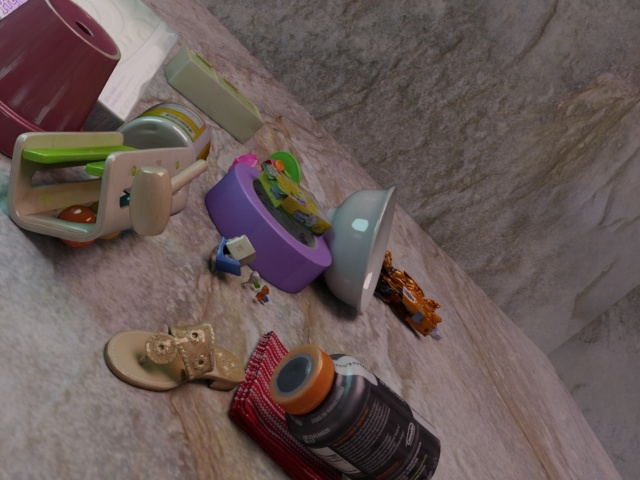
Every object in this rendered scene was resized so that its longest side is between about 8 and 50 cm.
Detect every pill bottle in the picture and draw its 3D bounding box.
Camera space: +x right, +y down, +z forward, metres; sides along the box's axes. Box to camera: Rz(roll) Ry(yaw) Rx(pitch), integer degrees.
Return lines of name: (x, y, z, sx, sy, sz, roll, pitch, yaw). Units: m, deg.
pill bottle: (-0.262, -0.162, 1.282, 0.136, 0.136, 0.246, 45, 14, -13)
pill bottle: (0.042, 0.237, 0.992, 0.245, 0.130, 0.130, 44, 13, -30)

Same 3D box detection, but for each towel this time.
towel: (-0.032, 0.248, 1.078, 0.199, 0.031, 0.275, 47, 13, -8)

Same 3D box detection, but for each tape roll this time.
tape roll: (-0.101, -0.026, 1.506, 0.275, 0.090, 0.275, 44, 13, -13)

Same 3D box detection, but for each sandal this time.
sandal: (-0.155, 0.130, 0.920, 0.088, 0.079, 0.240, 55, 15, 29)

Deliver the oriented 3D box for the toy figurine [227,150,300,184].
toy figurine: (-0.139, -0.131, 1.706, 0.159, 0.130, 0.173, 5, 67, -51)

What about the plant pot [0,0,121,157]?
plant pot: (-0.379, -0.231, 1.018, 0.201, 0.180, 0.201, 44, 14, -14)

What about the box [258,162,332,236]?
box: (-0.057, -0.084, 1.525, 0.179, 0.043, 0.105, 36, 18, -48)

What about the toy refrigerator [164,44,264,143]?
toy refrigerator: (-0.271, -0.380, 1.955, 0.269, 0.094, 0.102, 37, 17, -36)

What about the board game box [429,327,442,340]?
board game box: (0.308, 0.239, 2.181, 0.090, 0.020, 0.090, 37, 18, -36)

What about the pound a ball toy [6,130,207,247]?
pound a ball toy: (-0.245, -0.055, 0.965, 0.208, 0.136, 0.319, 13, 11, 8)

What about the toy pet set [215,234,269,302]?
toy pet set: (-0.144, 0.049, 1.277, 0.122, 0.065, 0.114, 56, -19, 21)

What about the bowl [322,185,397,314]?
bowl: (0.070, 0.008, 1.675, 0.134, 0.298, 0.298, 14, 9, 11)

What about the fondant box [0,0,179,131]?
fondant box: (-0.416, -0.352, 1.201, 0.330, 0.096, 0.238, 40, 47, -25)

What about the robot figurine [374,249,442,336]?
robot figurine: (0.208, 0.122, 2.053, 0.291, 0.085, 0.211, 46, 15, -7)
